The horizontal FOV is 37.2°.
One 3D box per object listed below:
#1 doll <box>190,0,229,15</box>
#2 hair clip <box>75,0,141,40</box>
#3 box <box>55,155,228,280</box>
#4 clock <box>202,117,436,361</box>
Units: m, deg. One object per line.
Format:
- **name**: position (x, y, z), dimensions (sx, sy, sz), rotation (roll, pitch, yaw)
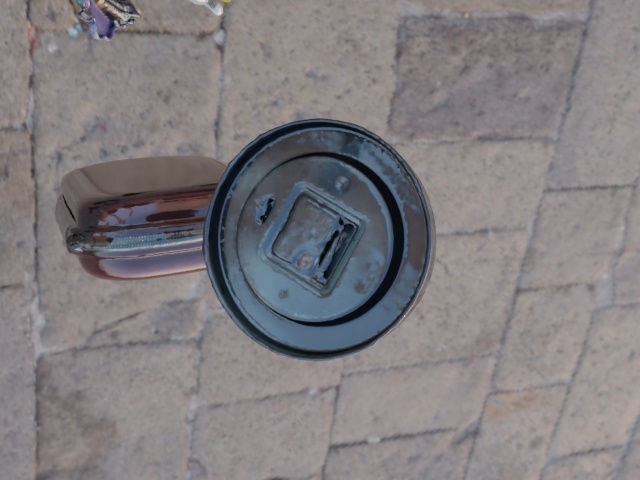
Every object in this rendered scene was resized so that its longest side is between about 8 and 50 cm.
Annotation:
- **doll**: position (-0.208, -0.441, 1.673), dimensions (0.135, 0.113, 0.072), rotation (54, 47, -56)
- **hair clip**: position (-0.337, -0.378, 1.502), dimensions (0.052, 0.195, 0.124), rotation (-1, 86, 12)
- **box**: position (-0.214, -0.040, 1.259), dimensions (0.263, 0.404, 0.108), rotation (-8, 104, -16)
- **clock**: position (0.000, 0.000, 0.732), dimensions (0.184, 0.184, 0.040), rotation (-52, 164, 11)
